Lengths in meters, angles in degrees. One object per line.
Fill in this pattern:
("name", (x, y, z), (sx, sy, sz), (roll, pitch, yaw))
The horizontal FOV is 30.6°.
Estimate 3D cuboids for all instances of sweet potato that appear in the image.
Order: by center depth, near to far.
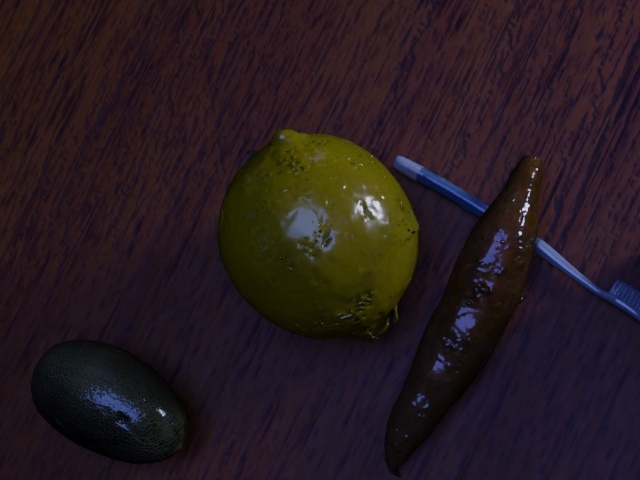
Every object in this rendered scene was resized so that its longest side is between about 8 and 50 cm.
("sweet potato", (0.134, 0.073, 1.037), (0.072, 0.066, 0.314), (23, 96, 13))

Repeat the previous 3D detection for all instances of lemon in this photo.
("lemon", (0.000, 0.000, 1.038), (0.173, 0.173, 0.206), (-37, 93, 6))

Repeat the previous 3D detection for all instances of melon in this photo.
("melon", (-0.196, 0.152, 1.096), (0.162, 0.099, 0.099), (23, 86, 17))

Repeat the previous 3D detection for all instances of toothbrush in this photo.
("toothbrush", (0.182, -0.008, 1.069), (0.275, 0.019, 0.025), (34, 85, 18))
